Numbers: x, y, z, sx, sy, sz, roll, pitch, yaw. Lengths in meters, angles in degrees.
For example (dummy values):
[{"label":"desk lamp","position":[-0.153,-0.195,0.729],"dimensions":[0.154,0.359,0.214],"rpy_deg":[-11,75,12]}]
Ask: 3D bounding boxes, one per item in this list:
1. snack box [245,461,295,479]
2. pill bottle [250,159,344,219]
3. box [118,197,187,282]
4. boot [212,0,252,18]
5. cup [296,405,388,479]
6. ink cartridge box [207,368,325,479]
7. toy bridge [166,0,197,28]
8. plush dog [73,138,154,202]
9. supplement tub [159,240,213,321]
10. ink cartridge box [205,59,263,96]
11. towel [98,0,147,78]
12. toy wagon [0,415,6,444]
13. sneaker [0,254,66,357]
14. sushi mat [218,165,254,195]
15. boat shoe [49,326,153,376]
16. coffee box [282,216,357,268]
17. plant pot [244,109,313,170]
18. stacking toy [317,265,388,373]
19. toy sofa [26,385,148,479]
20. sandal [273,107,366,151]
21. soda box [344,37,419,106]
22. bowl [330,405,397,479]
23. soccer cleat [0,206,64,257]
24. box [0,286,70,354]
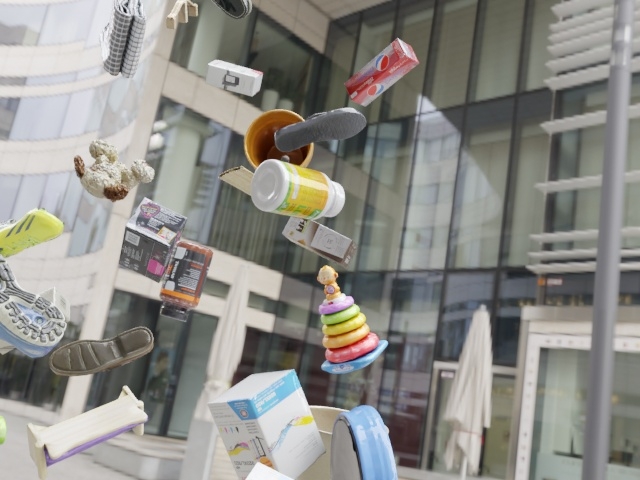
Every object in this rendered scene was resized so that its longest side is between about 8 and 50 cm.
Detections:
[{"label":"snack box","position":[-0.070,0.532,1.471],"dimensions":[0.178,0.022,0.064],"rpy_deg":[22,33,15]},{"label":"pill bottle","position":[-0.053,-0.129,1.877],"dimensions":[0.136,0.136,0.246],"rpy_deg":[-5,-11,45]},{"label":"box","position":[-0.562,0.000,2.329],"dimensions":[0.163,0.142,0.247],"rpy_deg":[26,-38,-4]},{"label":"boot","position":[-0.257,-0.544,1.467],"dimensions":[0.085,0.178,0.236],"rpy_deg":[-29,-67,30]},{"label":"cup","position":[0.035,0.692,2.239],"dimensions":[0.331,0.236,0.331],"rpy_deg":[10,0,0]},{"label":"ink cartridge box","position":[-0.131,0.464,1.723],"dimensions":[0.171,0.232,0.168],"rpy_deg":[-17,6,42]},{"label":"toy bridge","position":[-0.400,-0.663,2.021],"dimensions":[0.026,0.188,0.063],"rpy_deg":[10,-59,9]},{"label":"plush dog","position":[-0.763,-0.218,2.488],"dimensions":[0.262,0.210,0.225],"rpy_deg":[30,18,6]},{"label":"supplement tub","position":[-0.353,0.106,1.806],"dimensions":[0.106,0.197,0.106],"rpy_deg":[15,-10,3]},{"label":"ink cartridge box","position":[-0.262,-0.494,2.122],"dimensions":[0.151,0.063,0.109],"rpy_deg":[15,22,2]},{"label":"towel","position":[-0.682,-0.724,2.401],"dimensions":[0.121,0.283,0.235],"rpy_deg":[6,-53,-24]},{"label":"toy wagon","position":[-0.767,0.425,1.312],"dimensions":[0.267,0.068,0.344],"rpy_deg":[6,-50,-44]},{"label":"sneaker","position":[-0.713,0.141,1.526],"dimensions":[0.330,0.130,0.147],"rpy_deg":[42,-51,5]},{"label":"sushi mat","position":[-0.215,-0.182,2.597],"dimensions":[0.317,0.019,0.151],"rpy_deg":[30,-25,-31]},{"label":"boat shoe","position":[-0.660,0.356,2.126],"dimensions":[0.307,0.110,0.104],"rpy_deg":[-10,-25,-22]},{"label":"coffee box","position":[0.000,0.000,2.556],"dimensions":[0.247,0.098,0.141],"rpy_deg":[27,-4,15]},{"label":"plant pot","position":[-0.117,-0.273,2.145],"dimensions":[0.205,0.205,0.188],"rpy_deg":[8,-9,6]},{"label":"stacking toy","position":[0.059,0.216,2.017],"dimensions":[0.175,0.301,0.166],"rpy_deg":[-14,7,31]},{"label":"toy sofa","position":[-0.755,0.640,2.291],"dimensions":[0.363,0.150,0.177],"rpy_deg":[-18,40,-37]},{"label":"sandal","position":[-0.004,-0.312,1.891],"dimensions":[0.255,0.054,0.097],"rpy_deg":[-13,-38,0]},{"label":"soda box","position":[0.217,-0.597,2.497],"dimensions":[0.263,0.083,0.092],"rpy_deg":[-35,-29,31]},{"label":"bowl","position":[0.095,0.593,1.660],"dimensions":[0.077,0.391,0.391],"rpy_deg":[-1,-13,-11]},{"label":"soccer cleat","position":[-0.726,-0.003,1.696],"dimensions":[0.289,0.121,0.093],"rpy_deg":[-11,-47,38]},{"label":"box","position":[-1.028,0.282,2.461],"dimensions":[0.275,0.113,0.094],"rpy_deg":[-26,-49,3]}]
